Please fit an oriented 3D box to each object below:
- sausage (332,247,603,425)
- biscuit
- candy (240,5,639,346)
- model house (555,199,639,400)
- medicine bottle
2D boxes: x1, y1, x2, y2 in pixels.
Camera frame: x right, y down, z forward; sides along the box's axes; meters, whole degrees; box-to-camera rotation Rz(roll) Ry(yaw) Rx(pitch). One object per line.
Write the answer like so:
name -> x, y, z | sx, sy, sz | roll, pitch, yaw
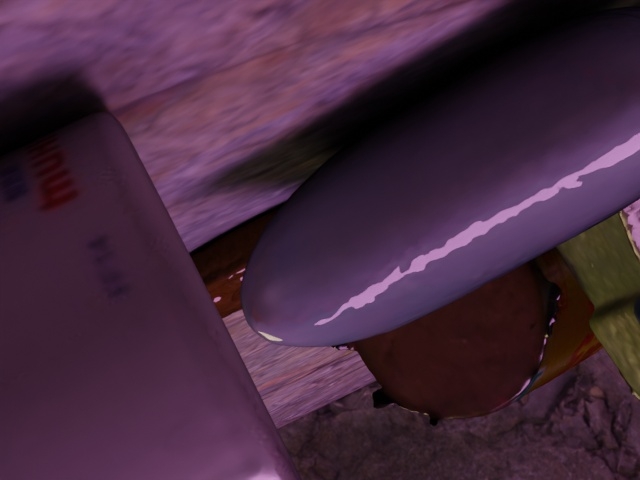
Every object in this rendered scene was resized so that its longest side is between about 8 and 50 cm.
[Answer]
sausage -> 0.127, 0.020, 0.982 | 0.125, 0.117, 0.317 | -39, 168, 26
biscuit -> 0.000, 0.000, 0.760 | 0.175, 0.026, 0.124 | -26, 173, -11
candy -> 0.060, -0.025, 0.612 | 0.174, 0.071, 0.138 | -29, -178, 20
model house -> 0.207, -0.004, 0.725 | 0.195, 0.214, 0.189 | -30, 171, 5
medicine bottle -> -0.175, 0.098, 0.414 | 0.341, 0.130, 0.130 | -26, 173, -5
